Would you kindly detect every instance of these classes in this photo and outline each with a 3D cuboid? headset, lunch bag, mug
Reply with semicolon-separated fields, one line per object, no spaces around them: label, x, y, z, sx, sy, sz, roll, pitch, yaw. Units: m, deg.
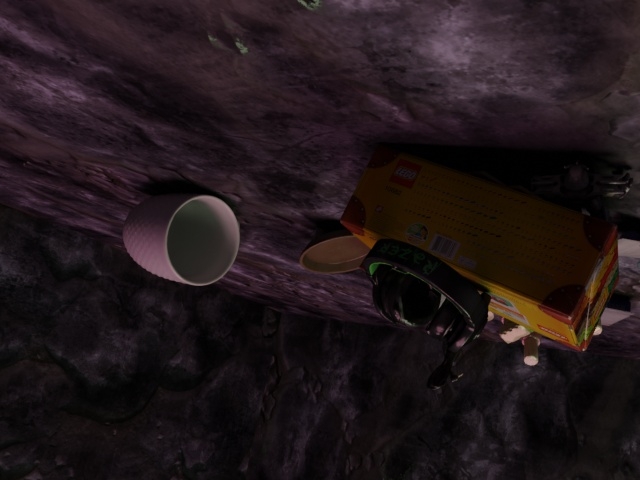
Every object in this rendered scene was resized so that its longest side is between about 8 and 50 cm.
headset;0.208;0.150;1.308;0.243;0.185;0.394;23;161;38
lunch bag;0.000;0.000;2.185;0.053;0.071;0.083;7;169;36
mug;-0.430;-0.025;2.137;0.328;0.276;0.374;7;-163;44

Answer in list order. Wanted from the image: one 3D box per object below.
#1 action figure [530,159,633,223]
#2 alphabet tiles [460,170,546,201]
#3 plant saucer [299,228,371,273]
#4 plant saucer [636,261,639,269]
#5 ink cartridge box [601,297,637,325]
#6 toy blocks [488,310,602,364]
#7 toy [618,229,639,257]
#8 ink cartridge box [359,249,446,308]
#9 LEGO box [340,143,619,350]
action figure;0.515;-0.088;1.325;0.185;0.099;0.285;13;165;30
alphabet tiles;0.443;-0.058;1.412;0.342;0.011;0.285;29;178;-12
plant saucer;0.067;0.034;2.135;0.278;0.041;0.278;-8;154;-4
plant saucer;0.950;0.092;1.786;0.195;0.037;0.195;12;166;3
ink cartridge box;0.891;0.219;2.307;0.303;0.072;0.307;11;164;10
toy blocks;0.647;0.152;2.008;0.309;0.260;0.288;41;127;-15
toy;0.767;0.006;1.556;0.237;0.056;0.137;9;164;-9
ink cartridge box;0.268;0.100;1.954;0.272;0.130;0.309;33;177;-33
LEGO box;0.345;0.020;1.418;0.500;0.193;0.372;24;174;29
